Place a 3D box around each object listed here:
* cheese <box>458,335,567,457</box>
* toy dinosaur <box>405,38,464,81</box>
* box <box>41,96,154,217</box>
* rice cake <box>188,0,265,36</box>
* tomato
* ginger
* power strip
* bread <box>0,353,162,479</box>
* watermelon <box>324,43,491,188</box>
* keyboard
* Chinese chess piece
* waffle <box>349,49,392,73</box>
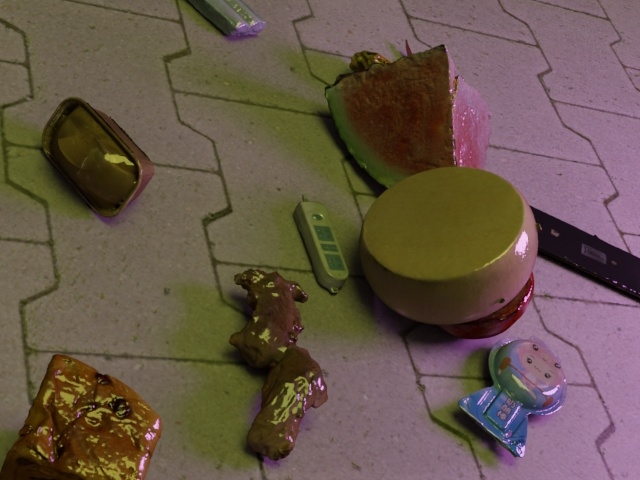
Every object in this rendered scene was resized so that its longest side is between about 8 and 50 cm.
[{"bbox_3d":[0.295,0.217,1.779,0.135,0.052,0.244,39,40,8],"label":"cheese"},{"bbox_3d":[0.225,-0.303,2.288,0.108,0.032,0.220,-14,60,-45],"label":"toy dinosaur"},{"bbox_3d":[-0.314,-0.117,1.690,0.177,0.111,0.111,46,41,17],"label":"box"},{"bbox_3d":[-0.201,-0.441,2.141,0.226,0.040,0.085,44,40,13],"label":"rice cake"},{"bbox_3d":[0.236,0.088,1.847,0.189,0.099,0.173,5,49,23],"label":"tomato"},{"bbox_3d":[-0.057,0.154,1.588,0.122,0.084,0.290,19,41,-26],"label":"ginger"},{"bbox_3d":[0.000,0.000,1.827,0.047,0.030,0.191,5,47,-30],"label":"power strip"},{"bbox_3d":[-0.266,0.236,1.315,0.149,0.158,0.143,28,44,-7],"label":"bread"},{"bbox_3d":[0.162,-0.189,1.996,0.310,0.232,0.193,41,-1,41],"label":"watermelon"},{"bbox_3d":[0.474,0.027,2.114,0.317,0.027,0.106,25,43,-9],"label":"keyboard"},{"bbox_3d":[0.190,0.005,1.797,0.273,0.102,0.273,-10,42,9],"label":"Chinese chess piece"},{"bbox_3d":[0.140,-0.279,2.152,0.194,0.051,0.149,33,4,-9],"label":"waffle"}]
